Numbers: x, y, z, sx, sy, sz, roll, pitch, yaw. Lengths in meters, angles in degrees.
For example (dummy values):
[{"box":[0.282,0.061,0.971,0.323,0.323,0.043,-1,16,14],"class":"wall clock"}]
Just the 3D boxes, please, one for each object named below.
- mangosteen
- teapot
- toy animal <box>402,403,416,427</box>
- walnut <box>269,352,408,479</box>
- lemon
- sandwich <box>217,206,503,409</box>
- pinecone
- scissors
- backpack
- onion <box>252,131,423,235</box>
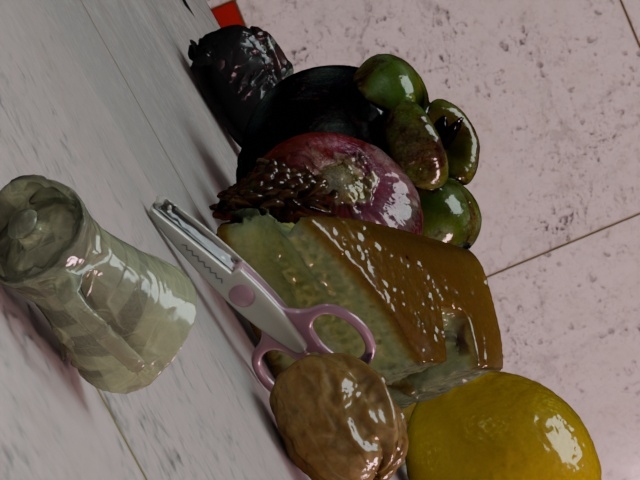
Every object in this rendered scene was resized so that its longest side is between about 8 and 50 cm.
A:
[{"box":[0.035,-0.060,1.702,0.243,0.243,0.243,60,3,-5],"class":"mangosteen"},{"box":[-0.088,0.017,0.679,0.083,0.057,0.067,48,8,-42],"class":"teapot"},{"box":[0.152,0.195,2.082,0.156,0.156,0.230,59,0,-16],"class":"toy animal"},{"box":[0.012,0.112,1.143,0.079,0.082,0.096,7,47,-52],"class":"walnut"},{"box":[0.180,0.225,1.812,0.244,0.187,0.187,57,2,12],"class":"lemon"},{"box":[0.025,0.051,1.299,0.236,0.122,0.128,14,60,-56],"class":"sandwich"},{"box":[-0.030,-0.008,1.396,0.102,0.102,0.109,-115,-175,-57],"class":"pinecone"},{"box":[-0.045,0.034,1.163,0.176,0.085,0.022,45,28,-19],"class":"scissors"},{"box":[-0.077,-0.174,2.094,0.165,0.106,0.120,56,0,-17],"class":"backpack"},{"box":[0.000,0.000,1.549,0.159,0.159,0.195,61,-26,20],"class":"onion"}]
